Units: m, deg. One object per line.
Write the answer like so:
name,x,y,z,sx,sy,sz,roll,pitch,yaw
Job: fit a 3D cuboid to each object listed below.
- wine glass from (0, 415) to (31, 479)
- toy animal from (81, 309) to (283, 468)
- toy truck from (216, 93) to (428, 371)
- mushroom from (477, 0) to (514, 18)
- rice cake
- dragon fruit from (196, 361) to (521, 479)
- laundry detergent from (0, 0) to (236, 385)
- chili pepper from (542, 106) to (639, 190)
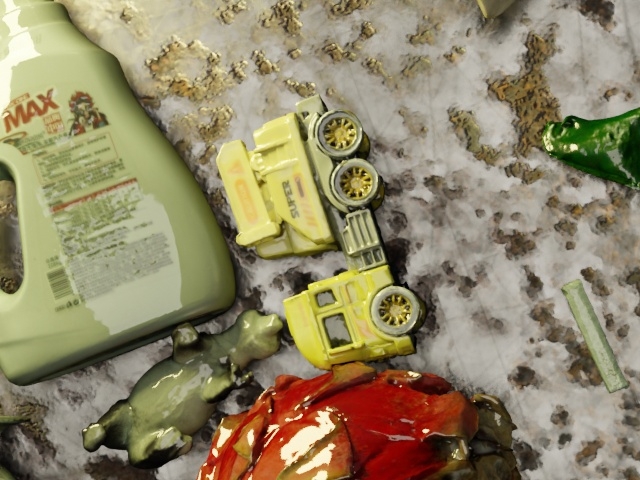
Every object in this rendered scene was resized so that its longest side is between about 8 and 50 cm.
wine glass,-0.342,0.280,1.811,0.093,0.093,0.202,2,87,6
toy animal,-0.128,0.146,1.776,0.094,0.121,0.225,44,96,7
toy truck,0.000,0.000,1.771,0.157,0.124,0.272,-18,85,4
mushroom,0.205,-0.389,1.771,0.128,0.128,0.350,20,87,7
rice cake,0.276,0.097,1.789,0.022,0.021,0.121,-24,87,0
dragon fruit,0.027,0.255,1.681,0.343,0.277,0.277,-8,85,43
laundry detergent,-0.265,-0.075,1.807,0.264,0.125,0.397,-21,84,6
chili pepper,0.330,-0.094,1.775,0.216,0.062,0.108,9,82,7
